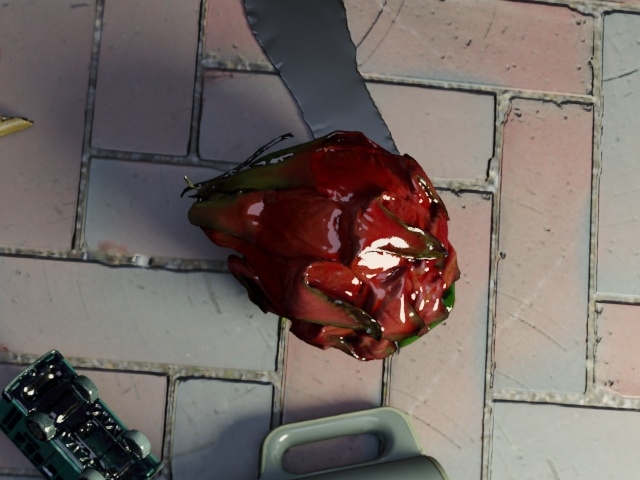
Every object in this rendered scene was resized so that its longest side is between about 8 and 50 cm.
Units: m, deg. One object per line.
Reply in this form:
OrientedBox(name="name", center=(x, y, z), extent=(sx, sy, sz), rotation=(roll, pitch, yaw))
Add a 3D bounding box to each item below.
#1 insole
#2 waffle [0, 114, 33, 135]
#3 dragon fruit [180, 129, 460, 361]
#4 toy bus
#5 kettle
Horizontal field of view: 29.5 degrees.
OrientedBox(name="insole", center=(-0.002, -0.199, 1.324), extent=(0.109, 0.007, 0.322), rotation=(-24, 85, -8))
OrientedBox(name="waffle", center=(-0.385, -0.135, 1.258), extent=(0.152, 0.023, 0.098), rotation=(-22, 86, -8))
OrientedBox(name="dragon fruit", center=(0.000, 0.000, 1.176), extent=(0.293, 0.234, 0.234), rotation=(16, 79, -22))
OrientedBox(name="toy bus", center=(-0.243, 0.195, 1.190), extent=(0.160, 0.092, 0.079), rotation=(47, 50, 1))
OrientedBox(name="kettle", center=(0.006, 0.276, 1.199), extent=(0.243, 0.160, 0.211), rotation=(-15, 55, -16))
